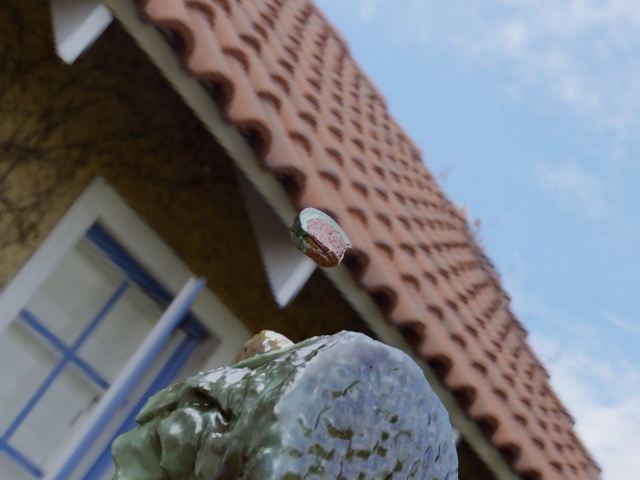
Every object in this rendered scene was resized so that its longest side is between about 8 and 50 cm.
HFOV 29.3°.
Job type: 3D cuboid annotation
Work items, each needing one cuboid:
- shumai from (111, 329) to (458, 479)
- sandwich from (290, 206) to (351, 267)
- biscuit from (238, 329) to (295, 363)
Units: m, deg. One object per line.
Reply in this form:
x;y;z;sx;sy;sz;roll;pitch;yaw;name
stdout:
-0.066;0.267;1.333;0.348;0.395;0.395;13;-27;36;shumai
-0.003;-0.002;1.328;0.069;0.026;0.101;52;21;-5;sandwich
-0.015;0.359;2.024;0.446;0.104;0.429;66;-18;10;biscuit
